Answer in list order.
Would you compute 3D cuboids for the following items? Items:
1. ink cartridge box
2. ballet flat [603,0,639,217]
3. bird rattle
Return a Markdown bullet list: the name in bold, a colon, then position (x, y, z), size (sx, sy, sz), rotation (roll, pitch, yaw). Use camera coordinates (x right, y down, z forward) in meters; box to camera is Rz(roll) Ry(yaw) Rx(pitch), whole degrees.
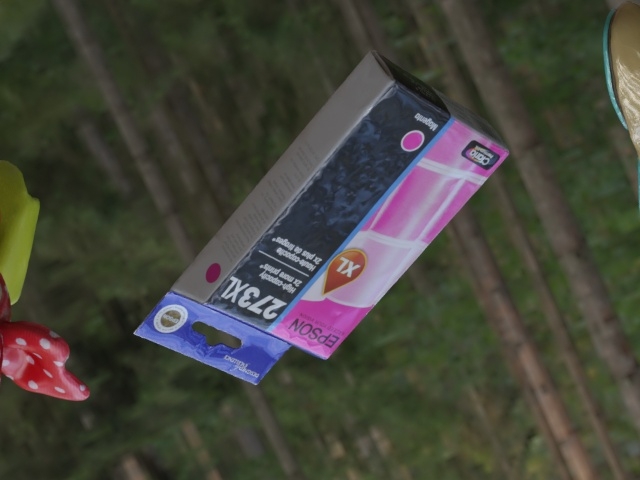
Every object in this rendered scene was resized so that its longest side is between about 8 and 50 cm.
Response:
- **ink cartridge box**: position (0.000, 0.000, 1.851), size (0.371, 0.175, 0.069), rotation (-48, -137, 17)
- **ballet flat**: position (0.273, -0.091, 1.468), size (0.073, 0.232, 0.080), rotation (8, -128, 27)
- **bird rattle**: position (-0.267, 0.016, 1.366), size (0.143, 0.207, 0.253), rotation (-19, -148, -5)
